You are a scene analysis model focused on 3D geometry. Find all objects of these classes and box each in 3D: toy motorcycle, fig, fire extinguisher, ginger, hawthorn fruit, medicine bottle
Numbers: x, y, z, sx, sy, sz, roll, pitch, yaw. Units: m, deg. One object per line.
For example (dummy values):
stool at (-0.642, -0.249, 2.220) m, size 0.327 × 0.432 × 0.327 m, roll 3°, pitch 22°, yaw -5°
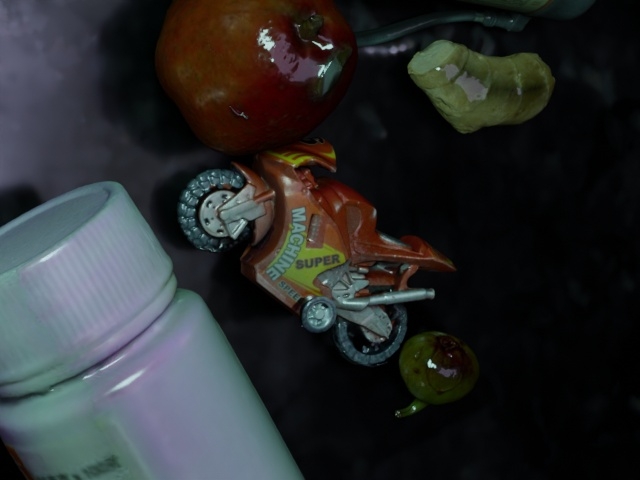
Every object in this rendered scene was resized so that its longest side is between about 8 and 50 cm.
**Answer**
toy motorcycle at (-0.002, 0.001, 1.606) m, size 0.298 × 0.089 × 0.171 m, roll 38°, pitch 77°, yaw -27°
fig at (0.122, 0.144, 1.707) m, size 0.084 × 0.082 × 0.098 m, roll -23°, pitch 144°, yaw -43°
fire extinguisher at (0.122, -0.275, 1.642) m, size 0.376 × 0.113 × 0.200 m, roll 6°, pitch 105°, yaw -40°
ginger at (0.176, -0.167, 1.723) m, size 0.190 × 0.069 × 0.095 m, roll -2°, pitch 72°, yaw -31°
hawthorn fruit at (-0.054, -0.174, 1.497) m, size 0.185 × 0.202 × 0.185 m, roll 6°, pitch 78°, yaw -32°
medicine bottle at (-0.170, 0.159, 1.434) m, size 0.219 × 0.219 × 0.388 m, roll -37°, pitch 111°, yaw -25°
